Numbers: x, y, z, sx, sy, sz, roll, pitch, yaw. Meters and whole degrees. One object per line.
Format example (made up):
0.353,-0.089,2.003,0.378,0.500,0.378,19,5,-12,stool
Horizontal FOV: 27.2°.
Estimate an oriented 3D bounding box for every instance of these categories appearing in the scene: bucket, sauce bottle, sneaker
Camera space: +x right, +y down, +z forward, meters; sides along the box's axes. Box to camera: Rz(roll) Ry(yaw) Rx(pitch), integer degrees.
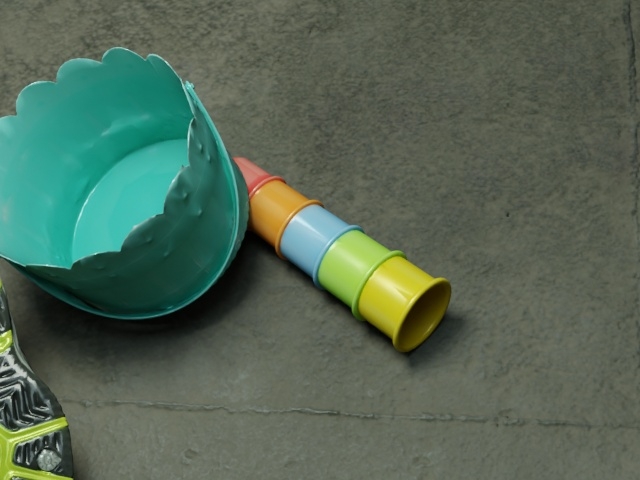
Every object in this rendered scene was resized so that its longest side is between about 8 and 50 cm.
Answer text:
-0.223,-0.053,1.475,0.281,0.183,0.281,-11,61,20,bucket
-0.296,-0.084,1.630,0.128,0.042,0.042,-16,55,-2,sauce bottle
-0.351,0.178,1.406,0.145,0.147,0.384,-13,73,-14,sneaker

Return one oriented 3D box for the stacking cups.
0.000,0.000,1.503,0.316,0.096,0.096,36,66,26,stacking cups
